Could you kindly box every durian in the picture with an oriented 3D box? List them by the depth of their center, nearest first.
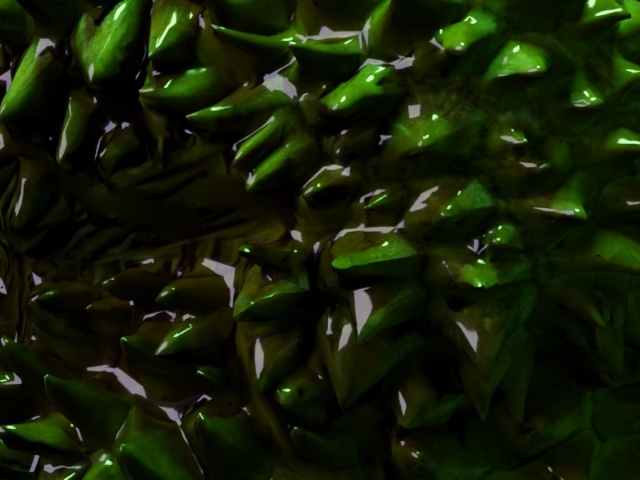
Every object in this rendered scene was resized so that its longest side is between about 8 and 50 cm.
[{"bbox_3d":[0.003,0.001,0.439,0.291,0.291,0.224,-46,-17,31],"label":"durian"}]
